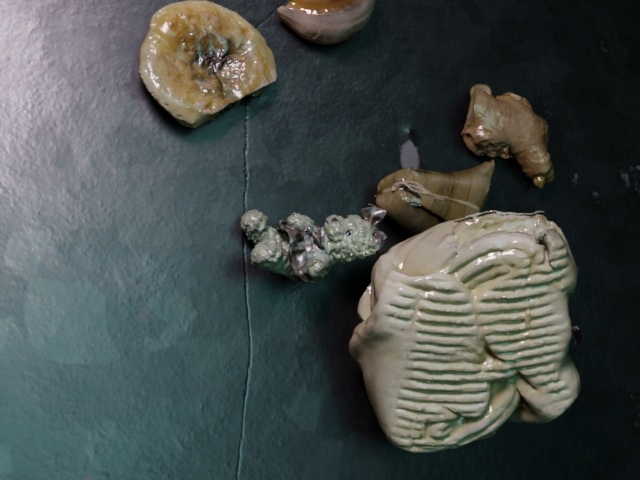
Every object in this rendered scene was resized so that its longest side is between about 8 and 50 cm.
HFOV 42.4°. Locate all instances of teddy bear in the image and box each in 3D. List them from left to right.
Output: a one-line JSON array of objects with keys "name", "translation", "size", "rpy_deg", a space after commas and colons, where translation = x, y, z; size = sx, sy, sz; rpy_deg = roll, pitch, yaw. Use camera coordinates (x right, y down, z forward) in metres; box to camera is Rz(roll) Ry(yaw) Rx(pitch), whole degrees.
[{"name": "teddy bear", "translation": [-0.008, 0.015, 1.217], "size": [0.213, 0.111, 0.133], "rpy_deg": [-4, 43, -9]}]

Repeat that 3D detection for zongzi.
[{"name": "zongzi", "translation": [0.197, -0.089, 1.345], "size": [0.194, 0.099, 0.197], "rpy_deg": [31, 70, -25]}]

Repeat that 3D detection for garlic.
[{"name": "garlic", "translation": [0.032, -0.379, 1.333], "size": [0.195, 0.087, 0.101], "rpy_deg": [-38, 85, -24]}]

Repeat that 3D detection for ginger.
[{"name": "ginger", "translation": [0.343, -0.191, 1.455], "size": [0.213, 0.074, 0.137], "rpy_deg": [25, 79, -16]}]

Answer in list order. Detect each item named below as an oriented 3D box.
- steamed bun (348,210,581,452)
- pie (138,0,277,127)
[{"name": "steamed bun", "translation": [0.222, 0.120, 1.241], "size": [0.346, 0.237, 0.394], "rpy_deg": [35, 102, -13]}, {"name": "pie", "translation": [-0.175, -0.270, 1.227], "size": [0.218, 0.052, 0.185], "rpy_deg": [-39, 93, -29]}]
